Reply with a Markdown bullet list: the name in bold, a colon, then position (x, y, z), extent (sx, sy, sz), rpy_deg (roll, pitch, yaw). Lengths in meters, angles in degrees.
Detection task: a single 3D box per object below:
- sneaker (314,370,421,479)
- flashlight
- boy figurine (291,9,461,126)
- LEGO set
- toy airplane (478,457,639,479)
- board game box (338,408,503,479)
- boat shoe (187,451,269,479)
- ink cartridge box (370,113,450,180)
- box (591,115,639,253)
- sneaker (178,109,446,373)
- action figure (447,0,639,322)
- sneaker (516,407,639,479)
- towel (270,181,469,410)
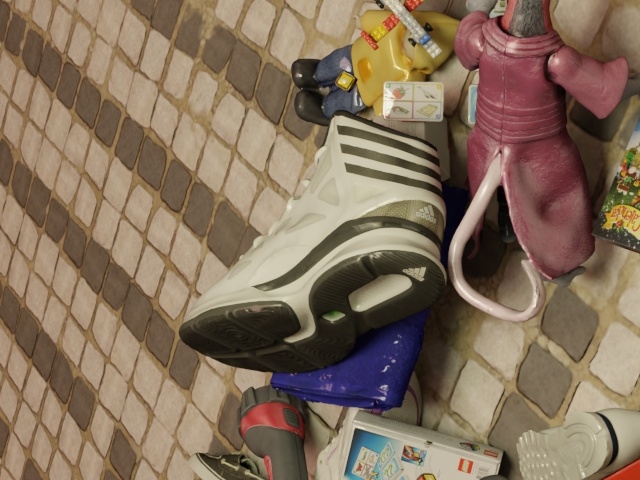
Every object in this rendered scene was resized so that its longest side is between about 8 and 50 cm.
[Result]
- **sneaker**: position (0.047, 0.283, 1.810), extent (0.152, 0.114, 0.305), rpy_deg (19, 105, 47)
- **flashlight**: position (-0.060, 0.331, 1.862), extent (0.304, 0.103, 0.103), rpy_deg (-99, -3, -53)
- **boy figurine**: position (0.080, -0.229, 1.792), extent (0.285, 0.092, 0.177), rpy_deg (-15, 75, 52)
- **LEGO set**: position (0.138, -0.236, 1.640), extent (0.244, 0.060, 0.183), rpy_deg (2, 92, 10)
- **toy airplane**: position (0.344, 0.294, 1.289), extent (0.384, 0.386, 0.272), rpy_deg (-38, 71, 33)
- **board game box**: position (0.104, 0.386, 1.709), extent (0.193, 0.053, 0.305), rpy_deg (15, 105, 10)
- **boat shoe**: position (-0.127, 0.368, 2.063), extent (0.070, 0.078, 0.219), rpy_deg (-53, 38, -10)
- **ink cartridge box**: position (0.089, -0.107, 1.738), extent (0.150, 0.063, 0.109), rpy_deg (-25, 42, 28)
- **box**: position (0.396, -0.049, 1.376), extent (0.233, 0.044, 0.159), rpy_deg (24, 92, 60)
- **sneaker**: position (0.001, 0.000, 1.667), extent (0.447, 0.169, 0.258), rpy_deg (-26, 44, 45)
- **action figure**: position (0.209, -0.143, 1.485), extent (0.248, 0.275, 0.370), rpy_deg (20, 132, 33)
- **sneaker**: position (0.304, 0.245, 1.533), extent (0.235, 0.094, 0.090), rpy_deg (138, 118, -65)
- **towel**: position (0.070, 0.071, 1.746), extent (0.227, 0.076, 0.308), rpy_deg (3, 68, 45)
